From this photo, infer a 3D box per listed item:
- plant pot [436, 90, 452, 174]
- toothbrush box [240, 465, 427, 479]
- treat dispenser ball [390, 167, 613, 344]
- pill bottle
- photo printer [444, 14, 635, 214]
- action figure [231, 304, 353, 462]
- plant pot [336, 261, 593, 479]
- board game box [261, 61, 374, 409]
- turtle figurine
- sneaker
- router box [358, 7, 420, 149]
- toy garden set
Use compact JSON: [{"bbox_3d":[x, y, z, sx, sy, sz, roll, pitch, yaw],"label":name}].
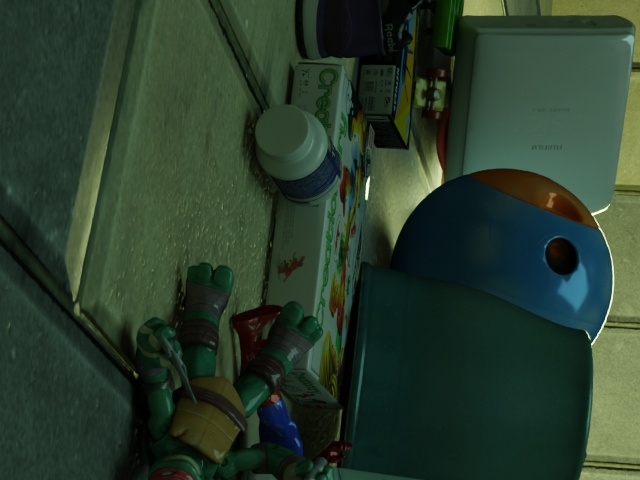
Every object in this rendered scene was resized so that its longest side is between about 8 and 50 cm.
[{"bbox_3d":[0.312,-0.188,2.556,0.243,0.275,0.275,-84,172,-67],"label":"plant pot"},{"bbox_3d":[0.067,0.276,1.354,0.216,0.295,0.126,113,-14,-68],"label":"toothbrush box"},{"bbox_3d":[0.233,0.050,2.144,0.288,0.288,0.288,3,90,-77],"label":"treat dispenser ball"},{"bbox_3d":[-0.022,-0.080,1.503,0.120,0.067,0.067,56,39,-70],"label":"pill bottle"},{"bbox_3d":[0.306,-0.165,2.358,0.107,0.256,0.307,-114,-155,-63],"label":"photo printer"},{"bbox_3d":[0.000,0.193,1.497,0.091,0.139,0.280,-130,-146,-58],"label":"action figure"},{"bbox_3d":[0.154,0.170,1.783,0.271,0.255,0.271,6,90,-90],"label":"plant pot"},{"bbox_3d":[0.000,0.000,1.644,0.193,0.053,0.305,55,40,-70],"label":"board game box"},{"bbox_3d":[-0.078,0.123,1.216,0.175,0.118,0.234,42,34,-18],"label":"turtle figurine"},{"bbox_3d":[0.065,-0.288,1.709,0.107,0.124,0.283,78,19,-50],"label":"sneaker"},{"bbox_3d":[0.083,-0.212,1.976,0.133,0.046,0.179,51,44,-71],"label":"router box"},{"bbox_3d":[0.161,-0.270,2.304,0.244,0.049,0.204,-20,116,-81],"label":"toy garden set"}]
